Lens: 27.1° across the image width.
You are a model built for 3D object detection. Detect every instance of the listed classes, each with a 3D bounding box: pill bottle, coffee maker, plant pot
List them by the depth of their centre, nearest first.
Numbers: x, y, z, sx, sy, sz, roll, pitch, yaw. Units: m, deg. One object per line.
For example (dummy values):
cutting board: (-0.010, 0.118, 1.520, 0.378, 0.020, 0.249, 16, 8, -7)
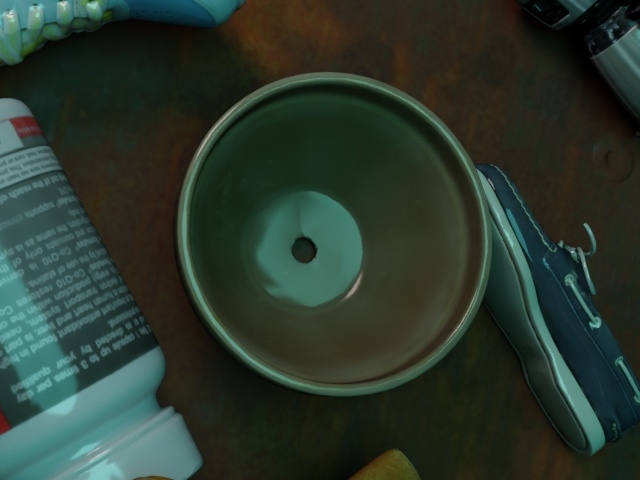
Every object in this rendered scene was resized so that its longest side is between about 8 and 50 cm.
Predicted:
pill bottle: (-0.206, 0.062, 0.905, 0.161, 0.161, 0.283, -29, 91, -18)
plant pot: (0.000, 0.000, 1.002, 0.237, 0.109, 0.238, 2, 83, -17)
coffee maker: (0.270, -0.202, 1.119, 0.178, 0.120, 0.171, 46, 50, -7)

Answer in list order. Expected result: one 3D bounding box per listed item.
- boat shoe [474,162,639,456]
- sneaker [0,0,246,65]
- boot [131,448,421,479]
boat shoe: (0.185, 0.046, 1.057, 0.079, 0.095, 0.255, -29, 92, -16)
sneaker: (-0.221, -0.149, 0.953, 0.318, 0.127, 0.208, 12, 77, -5)
boot: (-0.014, 0.208, 0.917, 0.211, 0.104, 0.295, -43, 132, -31)
